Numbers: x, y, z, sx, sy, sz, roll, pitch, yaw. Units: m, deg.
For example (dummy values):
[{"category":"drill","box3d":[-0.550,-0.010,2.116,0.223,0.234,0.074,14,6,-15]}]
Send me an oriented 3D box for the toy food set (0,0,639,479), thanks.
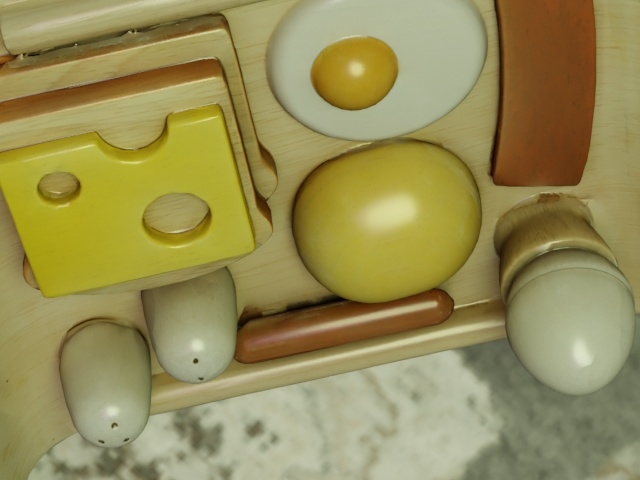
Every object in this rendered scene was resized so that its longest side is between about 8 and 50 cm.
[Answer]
[{"category":"toy food set","box3d":[0.000,0.000,0.656,0.306,0.092,0.220,-13,133,0]}]
